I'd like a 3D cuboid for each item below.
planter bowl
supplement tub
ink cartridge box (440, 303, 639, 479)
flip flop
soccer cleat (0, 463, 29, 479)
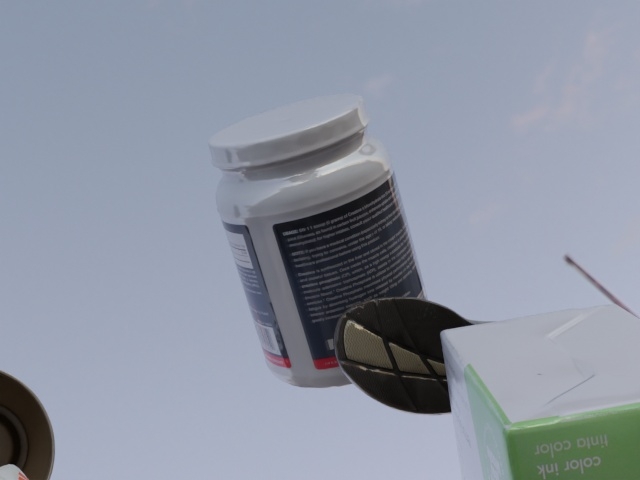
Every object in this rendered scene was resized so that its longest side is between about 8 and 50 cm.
[{"bbox_3d":[-0.331,0.201,0.998,0.162,0.162,0.109,-31,-3,-13],"label":"planter bowl"},{"bbox_3d":[0.000,0.000,1.109,0.191,0.191,0.272,-23,-71,-21],"label":"supplement tub"},{"bbox_3d":[0.160,0.232,0.583,0.119,0.207,0.354,-10,-82,-1],"label":"ink cartridge box"},{"bbox_3d":[0.138,0.118,1.041,0.277,0.112,0.080,3,-14,-23],"label":"flip flop"},{"bbox_3d":[-0.147,0.155,0.533,0.196,0.076,0.068,11,-27,2],"label":"soccer cleat"}]
